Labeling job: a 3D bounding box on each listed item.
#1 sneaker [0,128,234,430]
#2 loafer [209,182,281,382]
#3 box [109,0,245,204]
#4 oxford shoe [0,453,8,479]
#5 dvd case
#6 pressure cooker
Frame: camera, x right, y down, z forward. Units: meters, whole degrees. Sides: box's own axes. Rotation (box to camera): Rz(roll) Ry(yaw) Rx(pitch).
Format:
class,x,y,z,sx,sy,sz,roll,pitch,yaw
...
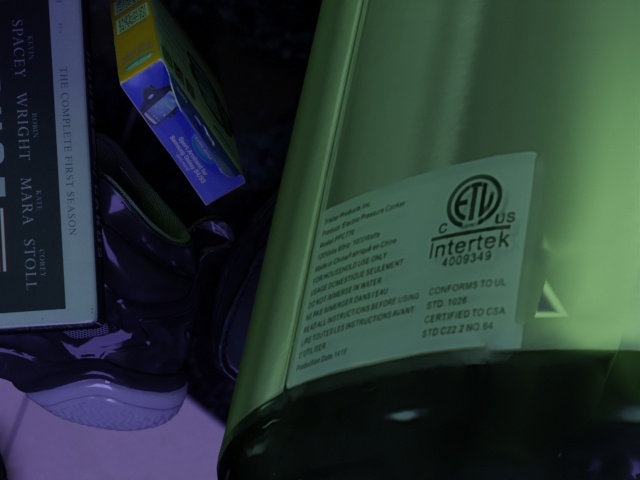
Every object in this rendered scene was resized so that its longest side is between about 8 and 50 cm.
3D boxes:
class,x,y,z,sx,sy,sz,roll,pitch,yaw
sneaker,-0.182,0.003,0.875,0.268,0.101,0.153,17,111,-19
loafer,0.000,0.000,0.907,0.076,0.078,0.223,23,114,-20
box,-0.075,-0.077,0.817,0.028,0.136,0.081,-29,120,9
oxford shoe,-0.296,0.194,0.976,0.227,0.083,0.096,-12,126,0
dvd case,-0.234,-0.037,0.811,0.238,0.029,0.179,-4,85,1
pressure cooker,0.169,-0.025,0.641,0.369,0.420,0.375,6,152,8
